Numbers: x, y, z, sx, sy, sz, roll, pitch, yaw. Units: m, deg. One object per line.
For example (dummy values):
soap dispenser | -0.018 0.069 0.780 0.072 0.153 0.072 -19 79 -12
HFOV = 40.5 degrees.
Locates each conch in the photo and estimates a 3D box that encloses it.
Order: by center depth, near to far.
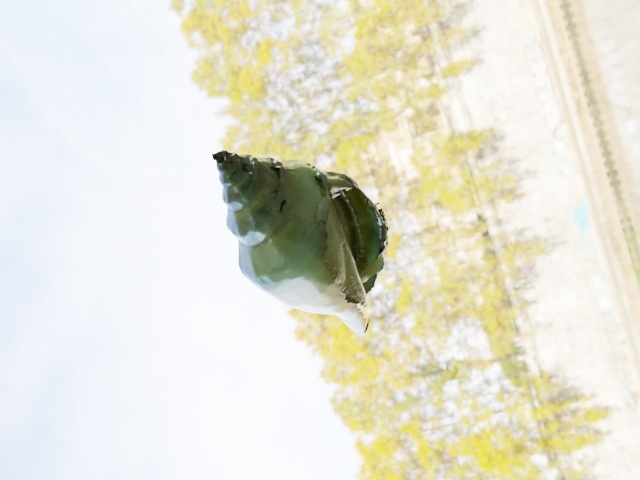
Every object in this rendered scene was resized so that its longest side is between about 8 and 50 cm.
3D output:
conch | -0.004 -0.001 0.572 0.079 0.095 0.200 33 -177 35
